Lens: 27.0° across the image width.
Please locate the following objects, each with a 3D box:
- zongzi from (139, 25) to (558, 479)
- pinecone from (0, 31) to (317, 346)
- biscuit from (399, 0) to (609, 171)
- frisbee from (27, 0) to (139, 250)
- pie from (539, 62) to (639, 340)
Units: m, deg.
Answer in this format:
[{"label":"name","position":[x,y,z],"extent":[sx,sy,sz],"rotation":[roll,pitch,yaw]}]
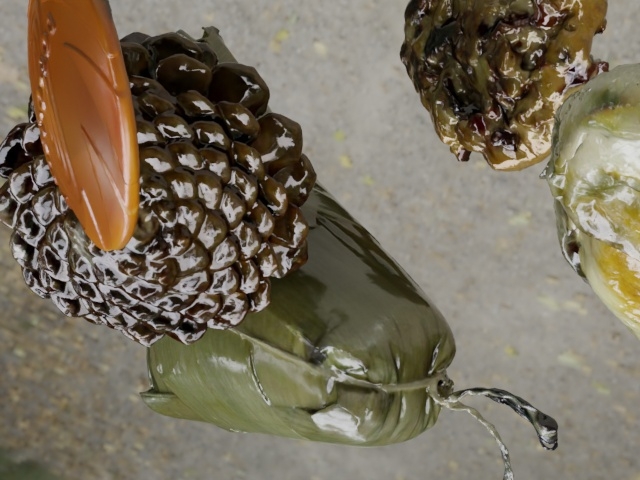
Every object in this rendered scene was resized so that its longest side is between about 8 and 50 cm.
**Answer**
[{"label":"zongzi","position":[0.000,0.000,1.146],"extent":[0.181,0.418,0.447],"rotation":[-1,-179,-36]},{"label":"pinecone","position":[-0.120,-0.058,1.047],"extent":[0.246,0.292,0.246],"rotation":[0,116,-1]},{"label":"biscuit","position":[0.171,-0.232,1.363],"extent":[0.081,0.334,0.289],"rotation":[4,142,-31]},{"label":"frisbee","position":[-0.153,-0.085,0.805],"extent":[0.035,0.192,0.192],"rotation":[-13,162,-21]},{"label":"pie","position":[0.269,0.011,0.773],"extent":[0.339,0.077,0.339],"rotation":[27,158,12]}]
